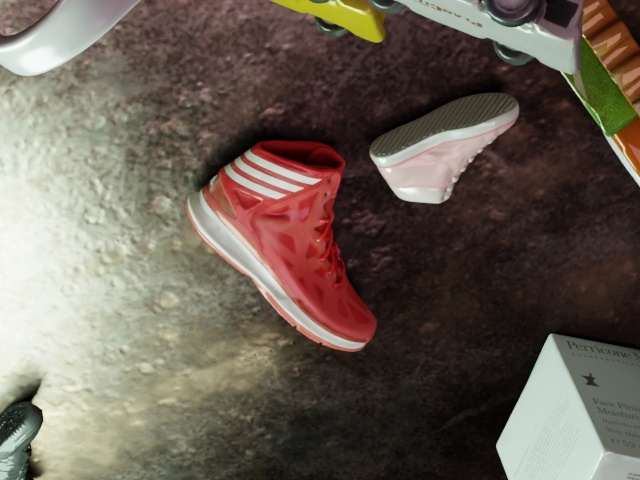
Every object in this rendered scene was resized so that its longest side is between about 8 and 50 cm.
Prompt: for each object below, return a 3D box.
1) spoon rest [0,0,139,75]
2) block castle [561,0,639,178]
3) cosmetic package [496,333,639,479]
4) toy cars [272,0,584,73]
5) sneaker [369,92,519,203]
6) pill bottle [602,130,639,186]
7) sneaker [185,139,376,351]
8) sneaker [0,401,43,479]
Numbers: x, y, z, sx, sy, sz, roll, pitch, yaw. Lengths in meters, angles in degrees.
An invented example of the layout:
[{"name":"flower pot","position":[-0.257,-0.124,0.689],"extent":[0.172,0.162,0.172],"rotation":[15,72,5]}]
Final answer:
[{"name":"spoon rest","position":[-0.125,-0.208,0.937],"extent":[0.276,0.084,0.137],"rotation":[-45,140,13]},{"name":"block castle","position":[0.293,-0.211,1.031],"extent":[0.303,0.213,0.453],"rotation":[-36,99,14]},{"name":"cosmetic package","position":[0.282,0.210,1.390],"extent":[0.151,0.184,0.151],"rotation":[11,120,-16]},{"name":"toy cars","position":[0.034,-0.203,1.011],"extent":[0.176,0.393,0.087],"rotation":[27,86,-38]},{"name":"sneaker","position":[0.116,-0.077,1.261],"extent":[0.134,0.051,0.070],"rotation":[-22,125,8]},{"name":"pill bottle","position":[0.378,-0.114,1.231],"extent":[0.245,0.136,0.136],"rotation":[-36,121,13]},{"name":"sneaker","position":[0.000,0.000,1.269],"extent":[0.128,0.087,0.221],"rotation":[-41,121,17]},{"name":"sneaker","position":[-0.296,0.226,1.380],"extent":[0.089,0.051,0.170],"rotation":[37,114,-27]}]
